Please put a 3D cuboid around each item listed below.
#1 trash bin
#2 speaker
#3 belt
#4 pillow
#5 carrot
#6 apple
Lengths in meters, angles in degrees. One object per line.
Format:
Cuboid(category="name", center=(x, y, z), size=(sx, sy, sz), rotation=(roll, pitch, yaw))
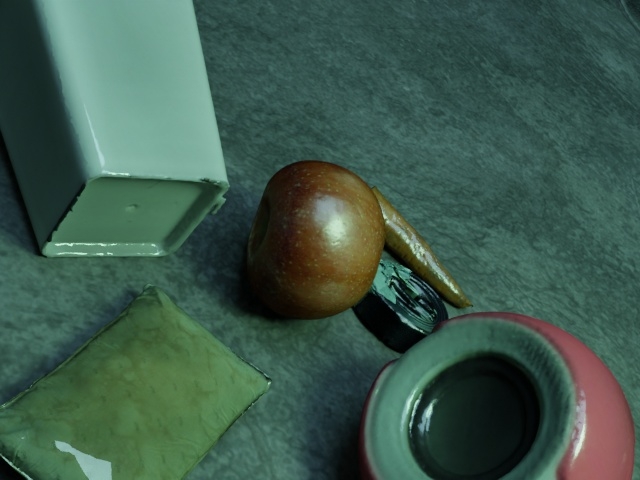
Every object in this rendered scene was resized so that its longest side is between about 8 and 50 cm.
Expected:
Cuboid(category="trash bin", center=(-0.275, -0.175, 1.188), size=(0.296, 0.256, 0.368), rotation=(2, 59, -38))
Cuboid(category="speaker", center=(0.181, 0.226, 1.099), size=(0.294, 0.294, 0.294), rotation=(21, 42, -20))
Cuboid(category="belt", center=(0.107, 0.085, 1.348), size=(0.140, 0.058, 0.105), rotation=(41, 36, 5))
Cuboid(category="pillow", center=(-0.191, 0.168, 1.030), size=(0.185, 0.075, 0.302), rotation=(40, 38, 5))
Cuboid(category="carrot", center=(0.132, 0.020, 1.446), size=(0.224, 0.057, 0.057), rotation=(46, 40, 3))
Cuboid(category="apple", center=(0.000, 0.000, 1.239), size=(0.162, 0.201, 0.201), rotation=(14, 44, -15))
